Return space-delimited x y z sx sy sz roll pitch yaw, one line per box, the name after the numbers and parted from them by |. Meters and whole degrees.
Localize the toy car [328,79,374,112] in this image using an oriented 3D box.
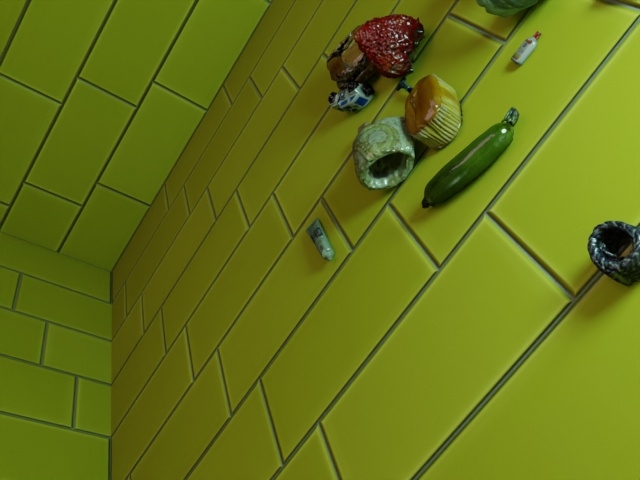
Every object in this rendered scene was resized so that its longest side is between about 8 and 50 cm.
0.103 -0.456 2.043 0.171 0.080 0.070 -15 68 51 | toy car

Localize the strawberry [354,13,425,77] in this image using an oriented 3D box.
0.200 -0.583 1.877 0.184 0.202 0.186 -73 5 -51 | strawberry

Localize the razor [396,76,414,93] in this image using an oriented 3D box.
0.254 -0.437 1.838 0.044 0.028 0.154 -55 30 16 | razor

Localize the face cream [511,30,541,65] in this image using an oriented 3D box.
0.481 -0.449 1.482 0.083 0.021 0.040 -52 32 20 | face cream

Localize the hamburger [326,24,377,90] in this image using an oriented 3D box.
0.122 -0.596 2.089 0.231 0.107 0.230 -32 37 28 | hamburger

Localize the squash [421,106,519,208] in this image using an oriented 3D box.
0.334 -0.173 1.456 0.318 0.071 0.080 -46 33 30 | squash

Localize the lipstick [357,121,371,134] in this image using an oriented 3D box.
0.136 -0.280 1.892 0.045 0.045 0.145 -35 41 45 | lipstick

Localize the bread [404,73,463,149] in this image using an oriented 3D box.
0.283 -0.333 1.633 0.132 0.114 0.190 -43 30 37 | bread

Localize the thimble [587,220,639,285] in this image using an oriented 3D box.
0.498 0.014 1.050 0.095 0.066 0.104 -43 35 38 | thimble

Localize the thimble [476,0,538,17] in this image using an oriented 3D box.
0.457 -0.665 1.502 0.172 0.205 0.249 -12 74 62 | thimble

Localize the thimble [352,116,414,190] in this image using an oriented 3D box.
0.176 -0.236 1.704 0.191 0.137 0.143 -32 39 27 | thimble

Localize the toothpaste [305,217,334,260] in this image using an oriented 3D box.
0.000 0.000 1.910 0.060 0.038 0.233 -53 28 14 | toothpaste
